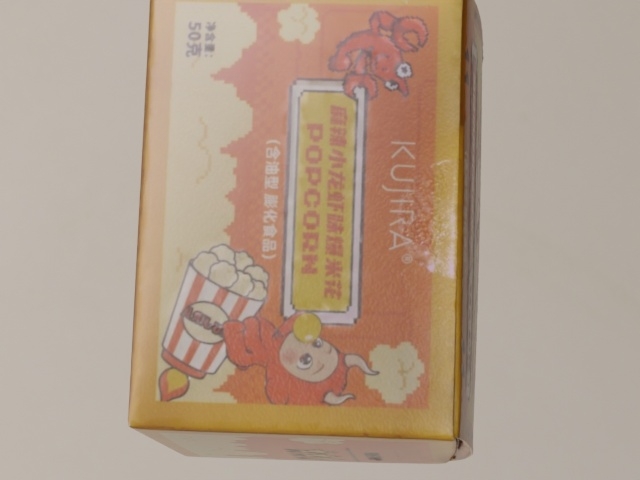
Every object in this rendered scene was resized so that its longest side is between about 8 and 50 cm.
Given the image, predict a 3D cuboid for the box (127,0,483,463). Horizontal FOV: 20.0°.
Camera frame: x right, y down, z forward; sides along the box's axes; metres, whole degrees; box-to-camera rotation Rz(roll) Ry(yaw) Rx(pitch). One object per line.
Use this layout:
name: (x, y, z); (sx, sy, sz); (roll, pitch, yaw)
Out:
box: (0.000, 0.000, 1.191); (0.214, 0.283, 0.259); (1, -10, 2)
